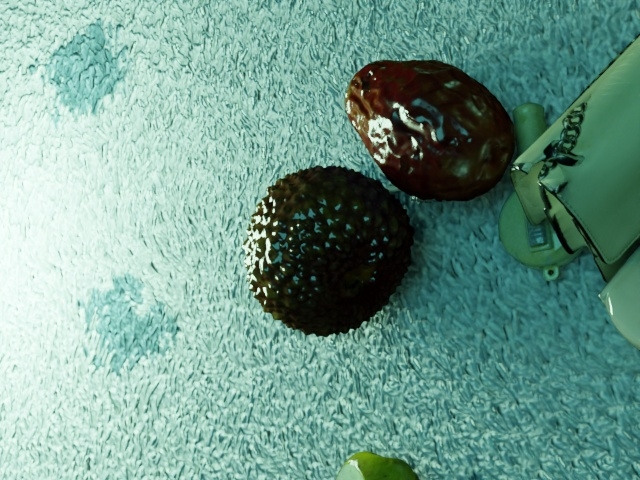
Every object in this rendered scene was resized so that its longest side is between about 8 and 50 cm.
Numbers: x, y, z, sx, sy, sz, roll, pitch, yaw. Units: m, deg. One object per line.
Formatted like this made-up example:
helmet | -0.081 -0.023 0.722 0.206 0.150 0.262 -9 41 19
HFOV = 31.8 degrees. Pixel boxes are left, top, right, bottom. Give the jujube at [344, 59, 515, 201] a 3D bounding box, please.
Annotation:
jujube | 0.148 -0.163 1.596 0.197 0.197 0.290 -57 42 6

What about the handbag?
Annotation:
handbag | 0.411 -0.144 1.370 0.358 0.237 0.160 -46 56 -1

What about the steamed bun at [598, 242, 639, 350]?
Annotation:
steamed bun | 0.478 0.054 1.366 0.242 0.146 0.164 -50 57 9

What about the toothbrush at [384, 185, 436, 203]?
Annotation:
toothbrush | 0.050 -0.073 1.730 0.286 0.020 0.025 3 85 31

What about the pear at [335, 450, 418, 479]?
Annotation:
pear | 0.088 0.358 1.542 0.141 0.104 0.141 -178 90 -65

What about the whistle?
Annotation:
whistle | 0.302 -0.069 1.553 0.126 0.067 0.258 -13 68 26

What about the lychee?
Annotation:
lychee | 0.000 0.000 1.621 0.271 0.271 0.271 -8 73 29
